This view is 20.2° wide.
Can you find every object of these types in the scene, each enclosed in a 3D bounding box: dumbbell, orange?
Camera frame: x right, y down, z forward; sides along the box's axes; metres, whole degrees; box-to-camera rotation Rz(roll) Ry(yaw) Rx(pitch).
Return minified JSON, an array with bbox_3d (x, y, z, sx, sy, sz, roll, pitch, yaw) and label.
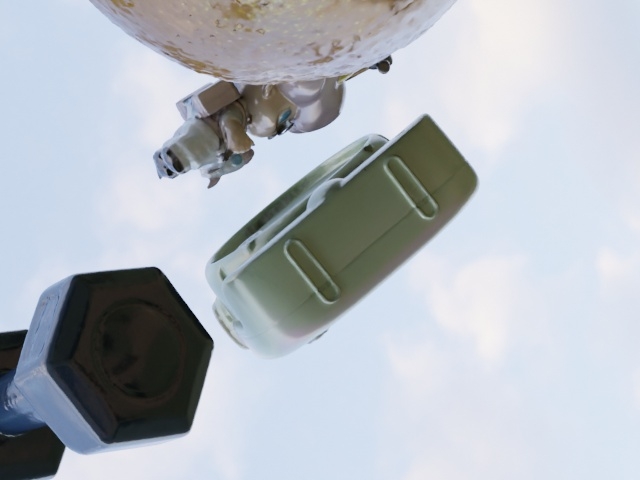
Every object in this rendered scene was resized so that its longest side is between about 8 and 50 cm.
[{"bbox_3d":[-0.228,0.124,1.506,0.160,0.325,0.144,-7,-99,-36],"label":"dumbbell"},{"bbox_3d":[-0.026,-0.222,0.971,0.274,0.274,0.274,18,-116,-41],"label":"orange"}]

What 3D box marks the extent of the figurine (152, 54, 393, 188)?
[{"bbox_3d":[-0.051,-0.129,1.576,0.229,0.137,0.112,-37,-88,-18],"label":"figurine"}]

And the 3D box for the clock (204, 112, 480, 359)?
[{"bbox_3d":[0.000,0.000,1.762,0.265,0.324,0.108,-41,-83,-13],"label":"clock"}]
